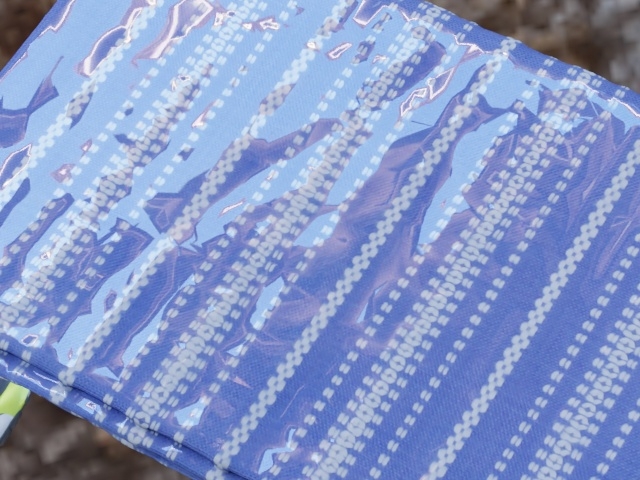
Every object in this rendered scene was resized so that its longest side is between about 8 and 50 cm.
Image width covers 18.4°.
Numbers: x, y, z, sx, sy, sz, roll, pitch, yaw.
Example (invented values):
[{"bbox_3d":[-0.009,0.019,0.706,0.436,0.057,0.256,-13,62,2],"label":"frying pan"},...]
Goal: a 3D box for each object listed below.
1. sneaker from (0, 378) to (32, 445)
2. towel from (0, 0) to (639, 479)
[{"bbox_3d":[-0.293,0.140,1.188,0.300,0.121,0.111,-41,1,-18],"label":"sneaker"},{"bbox_3d":[0.000,0.000,0.815,0.336,0.040,0.243,26,65,17],"label":"towel"}]
